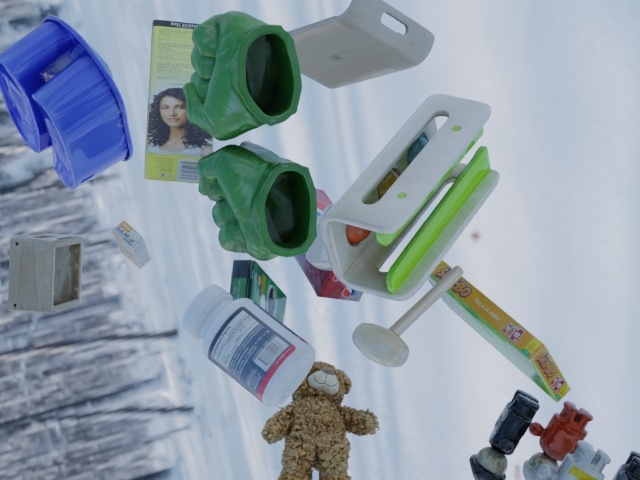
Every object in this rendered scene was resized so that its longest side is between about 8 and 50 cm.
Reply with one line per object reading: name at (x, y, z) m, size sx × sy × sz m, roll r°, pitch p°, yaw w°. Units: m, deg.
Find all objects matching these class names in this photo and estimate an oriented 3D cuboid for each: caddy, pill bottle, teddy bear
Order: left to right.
caddy at (-0.456, -0.257, 2.044) m, size 0.241 × 0.179 × 0.341 m, roll 44°, pitch 158°, yaw 19°
pill bottle at (-0.106, 0.146, 1.593) m, size 0.180 × 0.108 × 0.108 m, roll 36°, pitch 153°, yaw 19°
teddy bear at (-0.005, 0.403, 2.369) m, size 0.113 × 0.245 × 0.338 m, roll 81°, pitch -153°, yaw -54°

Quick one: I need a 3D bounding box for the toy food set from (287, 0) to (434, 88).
toy food set at (0.034, -0.395, 2.138) m, size 0.306 × 0.219 × 0.092 m, roll -9°, pitch 67°, yaw 43°

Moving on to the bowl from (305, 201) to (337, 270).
bowl at (0.055, -0.004, 1.864) m, size 0.053 × 0.142 × 0.142 m, roll 57°, pitch -140°, yaw -37°

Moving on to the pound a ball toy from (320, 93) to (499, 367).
pound a ball toy at (0.109, -0.019, 1.451) m, size 0.135 × 0.319 × 0.208 m, roll 16°, pitch 139°, yaw 32°

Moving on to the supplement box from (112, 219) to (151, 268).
supplement box at (-0.398, 0.010, 2.333) m, size 0.062 × 0.036 × 0.098 m, roll 38°, pitch 159°, yaw 23°

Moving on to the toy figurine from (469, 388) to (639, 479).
toy figurine at (0.346, 0.331, 1.591) m, size 0.209 × 0.213 × 0.148 m, roll 38°, pitch 105°, yaw 43°

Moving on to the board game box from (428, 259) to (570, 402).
board game box at (0.233, 0.113, 1.530) m, size 0.259 × 0.039 × 0.124 m, roll 40°, pitch 171°, yaw 44°

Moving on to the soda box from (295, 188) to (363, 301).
soda box at (0.000, 0.000, 2.045) m, size 0.083 × 0.092 × 0.263 m, roll -64°, pitch 35°, yaw 25°

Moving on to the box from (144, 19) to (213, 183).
box at (-0.180, -0.182, 1.426) m, size 0.058 × 0.087 × 0.232 m, roll 107°, pitch 163°, yaw -52°

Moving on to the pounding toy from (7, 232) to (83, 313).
pounding toy at (-0.436, 0.056, 1.732) m, size 0.141 × 0.100 × 0.130 m, roll -21°, pitch -65°, yaw -77°

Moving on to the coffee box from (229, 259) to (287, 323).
coffee box at (-0.101, 0.113, 1.777) m, size 0.184 × 0.040 × 0.113 m, roll 54°, pitch -141°, yaw -65°

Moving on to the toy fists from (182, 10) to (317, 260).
toy fists at (-0.085, -0.112, 1.228) m, size 0.142 × 0.096 × 0.279 m, roll 20°, pitch 122°, yaw 59°
